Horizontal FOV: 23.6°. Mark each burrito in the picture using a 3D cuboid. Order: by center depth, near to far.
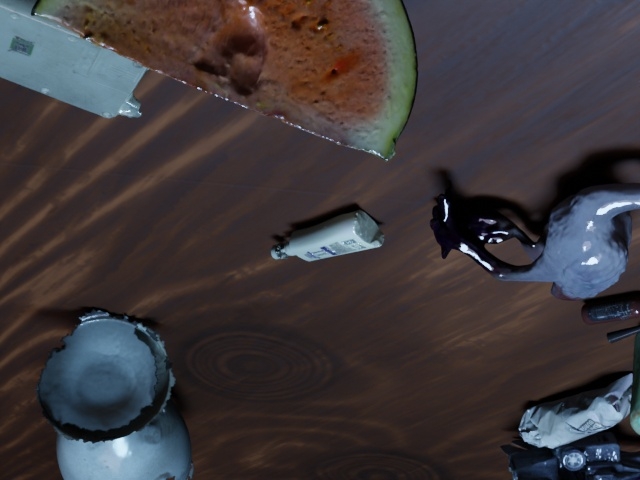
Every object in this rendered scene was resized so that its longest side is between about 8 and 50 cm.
[{"bbox_3d":[0.320,0.215,1.889,0.064,0.064,0.203,24,149,-24],"label":"burrito"}]

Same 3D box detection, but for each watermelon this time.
[{"bbox_3d":[-0.065,-0.189,1.198,0.303,0.159,0.128,20,-179,-21],"label":"watermelon"}]

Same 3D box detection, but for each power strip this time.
[{"bbox_3d":[-0.270,-0.188,1.353,0.270,0.046,0.118,21,149,-16],"label":"power strip"}]

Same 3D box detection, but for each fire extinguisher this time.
[{"bbox_3d":[0.330,0.084,1.649,0.100,0.046,0.032,-12,158,39],"label":"fire extinguisher"}]

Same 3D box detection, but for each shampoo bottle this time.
[{"bbox_3d":[0.000,0.000,1.626,0.141,0.034,0.049,-14,151,41],"label":"shampoo bottle"}]

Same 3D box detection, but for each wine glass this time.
[{"bbox_3d":[-0.270,0.246,2.039,0.190,0.190,0.357,8,150,5],"label":"wine glass"}]

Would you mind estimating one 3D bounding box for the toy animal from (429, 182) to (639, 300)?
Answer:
[{"bbox_3d":[0.251,-0.007,1.454,0.324,0.090,0.195,-15,143,43],"label":"toy animal"}]

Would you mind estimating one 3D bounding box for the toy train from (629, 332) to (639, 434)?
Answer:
[{"bbox_3d":[0.439,0.130,1.609,0.159,0.129,0.326,23,150,-17],"label":"toy train"}]

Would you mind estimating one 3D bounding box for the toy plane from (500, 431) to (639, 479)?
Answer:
[{"bbox_3d":[0.372,0.283,1.969,0.267,0.212,0.088,-9,109,2],"label":"toy plane"}]
